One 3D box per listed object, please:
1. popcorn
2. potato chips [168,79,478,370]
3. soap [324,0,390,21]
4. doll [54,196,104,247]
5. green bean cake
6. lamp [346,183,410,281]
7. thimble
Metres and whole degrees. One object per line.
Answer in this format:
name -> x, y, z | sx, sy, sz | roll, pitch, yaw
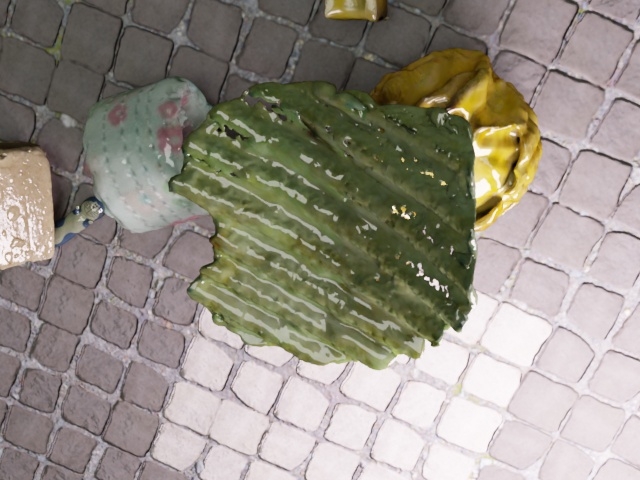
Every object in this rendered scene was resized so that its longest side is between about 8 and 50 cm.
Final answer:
popcorn -> 0.164, -0.130, 0.989 | 0.250, 0.190, 0.250 | 0, 103, 2
potato chips -> 0.008, 0.000, 0.925 | 0.389, 0.097, 0.373 | 9, 112, 21
soap -> 0.048, -0.396, 0.957 | 0.076, 0.135, 0.233 | 1, 105, 8
doll -> -0.383, -0.027, 1.176 | 0.125, 0.027, 0.037 | -34, 99, 15
green bean cake -> -0.464, -0.053, 1.128 | 0.085, 0.109, 0.179 | 15, 108, 37
lamp -> 0.031, 0.012, 1.064 | 0.161, 0.161, 0.185 | -40, 98, 16
thimble -> -0.218, -0.110, 1.058 | 0.149, 0.185, 0.211 | -13, 137, 13
